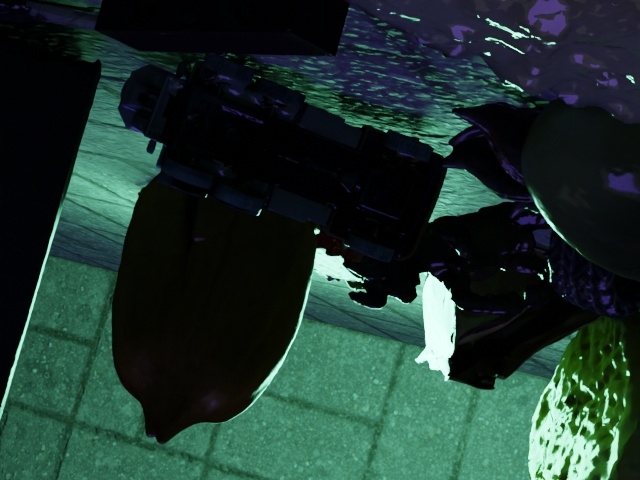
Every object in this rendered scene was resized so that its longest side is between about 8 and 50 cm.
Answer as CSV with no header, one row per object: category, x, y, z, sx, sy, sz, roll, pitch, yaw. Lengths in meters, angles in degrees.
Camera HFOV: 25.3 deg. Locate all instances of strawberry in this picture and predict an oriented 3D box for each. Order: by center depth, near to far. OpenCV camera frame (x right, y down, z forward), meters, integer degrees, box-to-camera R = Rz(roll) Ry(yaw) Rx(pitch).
strawberry,0.000,0.000,1.696,0.187,0.082,0.146,26,163,-25

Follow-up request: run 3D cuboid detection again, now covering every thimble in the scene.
thimble,0.232,0.005,1.147,0.066,0.104,0.095,17,164,46

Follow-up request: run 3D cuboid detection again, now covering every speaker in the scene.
speaker,-0.067,-0.146,0.923,0.191,0.040,0.046,8,171,43

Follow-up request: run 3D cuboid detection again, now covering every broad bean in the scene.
broad bean,0.235,-0.028,0.873,0.227,0.100,0.169,8,145,-1

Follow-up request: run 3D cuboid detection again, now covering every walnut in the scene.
walnut,-0.113,0.056,1.437,0.209,0.336,0.209,12,148,7

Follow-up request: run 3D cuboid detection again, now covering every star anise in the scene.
star anise,0.179,-0.054,0.996,0.204,0.061,0.180,6,160,40

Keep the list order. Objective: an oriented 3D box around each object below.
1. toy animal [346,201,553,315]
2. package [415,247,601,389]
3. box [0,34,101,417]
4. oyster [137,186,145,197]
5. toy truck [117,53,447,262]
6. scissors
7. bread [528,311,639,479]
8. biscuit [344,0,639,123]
toy animal,0.139,0.002,1.230,0.232,0.085,0.148,-19,-154,-26
package,0.204,0.102,1.686,0.221,0.165,0.311,16,173,-1
box,-0.354,-0.025,1.211,0.251,0.345,0.204,16,-175,-13
oyster,-0.144,0.000,1.898,0.275,0.100,0.271,15,169,17
toy truck,-0.037,-0.074,1.162,0.256,0.108,0.140,20,-175,-14
scissors,-0.207,-0.172,1.089,0.300,0.022,0.109,15,176,15
bread,0.419,0.242,1.615,0.307,0.348,0.348,22,171,-15
biscuit,0.130,-0.108,0.621,0.281,0.084,0.179,18,173,-12
